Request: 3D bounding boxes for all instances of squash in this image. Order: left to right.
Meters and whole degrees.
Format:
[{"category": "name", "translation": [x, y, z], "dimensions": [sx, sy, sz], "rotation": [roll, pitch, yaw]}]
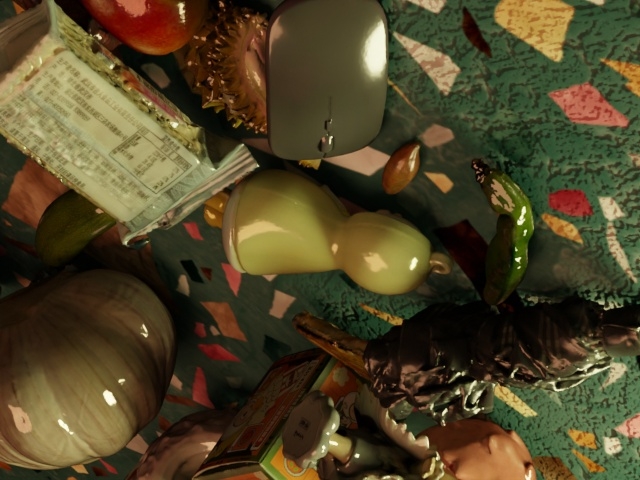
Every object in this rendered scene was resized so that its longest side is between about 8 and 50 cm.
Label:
[{"category": "squash", "translation": [-0.310, -0.026, 2.013], "dimensions": [0.318, 0.080, 0.071], "rotation": [-32, 70, 55]}]

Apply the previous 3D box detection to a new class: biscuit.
[{"category": "biscuit", "translation": [-0.236, -0.117, 1.627], "dimensions": [0.186, 0.079, 0.309], "rotation": [-37, 126, 23]}]

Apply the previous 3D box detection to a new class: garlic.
[{"category": "garlic", "translation": [-0.330, 0.177, 2.083], "dimensions": [0.317, 0.317, 0.259], "rotation": [2, 128, 42]}]

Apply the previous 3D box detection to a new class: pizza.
[{"category": "pizza", "translation": [0.050, 0.133, 1.868], "dimensions": [0.184, 0.036, 0.176], "rotation": [32, 169, 2]}]

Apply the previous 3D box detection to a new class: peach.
[{"category": "peach", "translation": [-0.175, -0.261, 1.555], "dimensions": [0.151, 0.151, 0.118], "rotation": [-1, 178, 35]}]

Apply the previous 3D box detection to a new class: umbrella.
[{"category": "umbrella", "translation": [0.210, 0.120, 1.682], "dimensions": [0.336, 0.154, 0.128], "rotation": [-14, 100, 27]}]

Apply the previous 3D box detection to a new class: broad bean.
[{"category": "broad bean", "translation": [0.189, -0.003, 1.596], "dimensions": [0.061, 0.046, 0.195], "rotation": [23, 143, 33]}]

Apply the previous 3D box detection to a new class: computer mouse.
[{"category": "computer mouse", "translation": [0.004, -0.152, 1.532], "dimensions": [0.120, 0.057, 0.232], "rotation": [-6, 143, -7]}]

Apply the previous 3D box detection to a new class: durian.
[{"category": "durian", "translation": [-0.071, -0.144, 1.626], "dimensions": [0.140, 0.078, 0.224], "rotation": [-7, 127, 48]}]

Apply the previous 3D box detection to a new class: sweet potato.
[{"category": "sweet potato", "translation": [0.082, -0.071, 1.620], "dimensions": [0.034, 0.034, 0.095], "rotation": [32, 145, 6]}]

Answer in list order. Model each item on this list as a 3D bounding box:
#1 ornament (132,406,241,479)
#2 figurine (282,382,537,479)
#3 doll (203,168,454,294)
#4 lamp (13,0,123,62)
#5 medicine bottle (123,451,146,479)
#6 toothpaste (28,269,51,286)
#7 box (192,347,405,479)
[{"category": "ornament", "translation": [-0.135, 0.362, 2.181], "dimensions": [0.259, 0.259, 0.225], "rotation": [24, 165, 19]}, {"category": "figurine", "translation": [0.141, 0.279, 1.864], "dimensions": [0.387, 0.166, 0.207], "rotation": [23, 177, -23]}, {"category": "doll", "translation": [0.004, -0.010, 1.713], "dimensions": [0.296, 0.117, 0.141], "rotation": [9, 148, 14]}, {"category": "lamp", "translation": [-0.290, -0.202, 1.716], "dimensions": [0.215, 0.151, 0.223], "rotation": [33, 115, 14]}, {"category": "medicine bottle", "translation": [-0.218, 0.465, 2.398], "dimensions": [0.252, 0.241, 0.252], "rotation": [24, 145, 18]}, {"category": "toothpaste", "translation": [-0.338, 0.121, 2.256], "dimensions": [0.196, 0.040, 0.047], "rotation": [39, 152, -4]}, {"category": "box", "translation": [-0.030, 0.261, 2.001], "dimensions": [0.148, 0.195, 0.177], "rotation": [45, 147, -14]}]
